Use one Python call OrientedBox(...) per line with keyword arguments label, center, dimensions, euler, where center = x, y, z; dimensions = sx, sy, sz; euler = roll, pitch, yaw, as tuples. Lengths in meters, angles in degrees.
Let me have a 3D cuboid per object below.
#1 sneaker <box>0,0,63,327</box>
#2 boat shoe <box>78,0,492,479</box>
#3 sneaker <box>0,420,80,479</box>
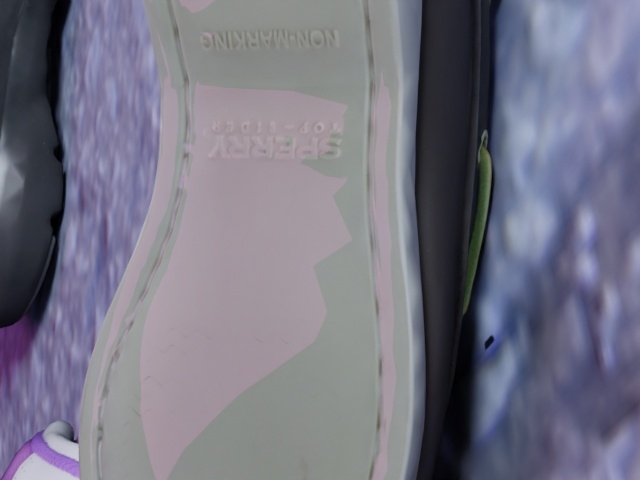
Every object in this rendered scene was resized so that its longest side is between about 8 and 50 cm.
OrientedBox(label="sneaker", center=(-0.162, -0.099, 0.743), dimensions=(0.101, 0.106, 0.267), euler=(142, 131, -61))
OrientedBox(label="boat shoe", center=(0.000, 0.000, 0.387), dimensions=(0.081, 0.068, 0.228), euler=(9, 98, 27))
OrientedBox(label="sneaker", center=(-0.078, 0.146, 0.522), dimensions=(0.282, 0.102, 0.161), euler=(123, 171, -61))
